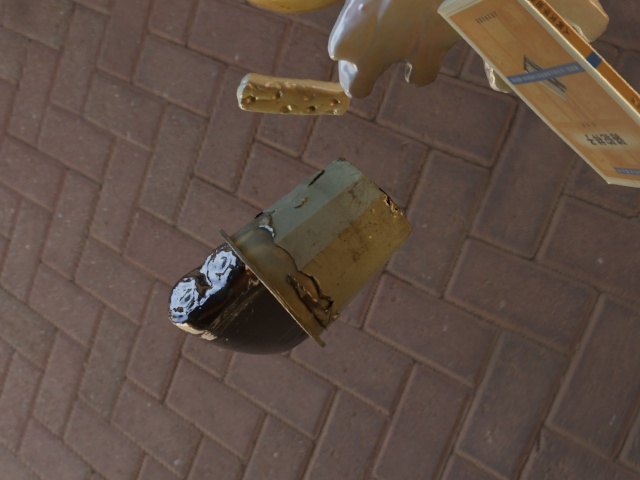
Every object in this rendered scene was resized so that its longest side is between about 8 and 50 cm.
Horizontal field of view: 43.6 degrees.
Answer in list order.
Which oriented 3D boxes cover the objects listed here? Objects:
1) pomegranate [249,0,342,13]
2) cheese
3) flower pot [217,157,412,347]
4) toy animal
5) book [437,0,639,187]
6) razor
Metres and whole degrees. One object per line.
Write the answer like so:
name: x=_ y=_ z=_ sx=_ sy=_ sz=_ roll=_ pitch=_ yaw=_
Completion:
pomegranate: x=-0.054 y=-0.445 z=1.014 sx=0.319 sy=0.319 sz=0.318 roll=3 pitch=96 yaw=28
cheese: x=-0.044 y=-0.240 z=1.335 sx=0.043 sy=0.194 sz=0.064 roll=-114 pitch=33 yaw=-47
flower pot: x=0.000 y=0.000 z=1.072 sx=0.202 sy=0.212 sz=0.212 roll=-45 pitch=72 yaw=-2
toy animal: x=0.157 y=-0.305 z=1.028 sx=0.308 sy=0.266 sz=0.188 roll=-34 pitch=49 yaw=23
book: x=0.210 y=-0.127 z=0.678 sx=0.242 sy=0.170 sz=0.018 roll=41 pitch=90 yaw=-11
razor: x=-0.108 y=0.115 z=1.445 sx=0.204 sy=0.349 sz=0.113 roll=-43 pitch=58 yaw=12
